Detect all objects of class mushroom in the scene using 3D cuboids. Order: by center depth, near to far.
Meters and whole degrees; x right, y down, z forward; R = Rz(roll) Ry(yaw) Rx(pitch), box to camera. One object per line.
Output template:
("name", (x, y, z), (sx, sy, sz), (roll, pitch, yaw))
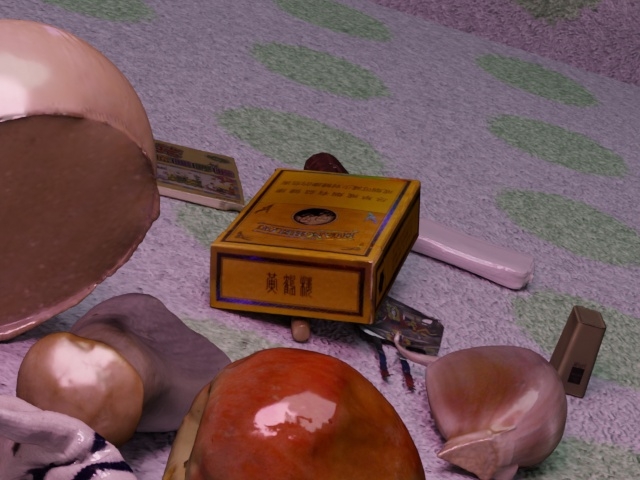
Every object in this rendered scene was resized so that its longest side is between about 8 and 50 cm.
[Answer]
("mushroom", (-0.173, 0.121, 1.516), (0.159, 0.122, 0.328), (5, 4, 6))

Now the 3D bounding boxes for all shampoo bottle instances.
("shampoo bottle", (0.028, -0.046, 2.256), (0.067, 0.068, 0.236), (32, 13, -26))

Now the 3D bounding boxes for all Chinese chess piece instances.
("Chinese chess piece", (-0.319, -0.052, 1.589), (0.338, 0.338, 0.140), (2, 44, -38))

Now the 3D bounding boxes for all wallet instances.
("wallet", (0.204, 0.016, 2.288), (0.190, 0.033, 0.095), (22, 22, 11))

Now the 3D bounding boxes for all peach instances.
("peach", (-0.013, 0.210, 1.380), (0.235, 0.214, 0.214), (36, 17, -12))

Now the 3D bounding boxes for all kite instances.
("kite", (0.094, 0.118, 1.957), (0.141, 0.015, 0.245), (17, 19, -12))

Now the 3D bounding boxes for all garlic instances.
("garlic", (0.182, 0.162, 1.817), (0.148, 0.128, 0.266), (30, 8, -21))

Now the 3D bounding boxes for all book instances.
("book", (-0.190, -0.093, 2.266), (0.168, 0.013, 0.192), (13, 20, -13))

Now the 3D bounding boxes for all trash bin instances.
("trash bin", (0.304, 0.130, 1.991), (0.043, 0.092, 0.061), (14, 20, -4))

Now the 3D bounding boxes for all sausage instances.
("sausage", (-0.022, 0.081, 1.939), (0.024, 0.024, 0.132), (16, 20, -6))

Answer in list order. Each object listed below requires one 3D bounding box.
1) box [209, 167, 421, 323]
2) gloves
("box", (0.000, 0.000, 2.002), (0.192, 0.084, 0.301), (5, 20, 12))
("gloves", (-0.230, 0.192, 1.323), (0.131, 0.140, 0.218), (1, 31, -46))
